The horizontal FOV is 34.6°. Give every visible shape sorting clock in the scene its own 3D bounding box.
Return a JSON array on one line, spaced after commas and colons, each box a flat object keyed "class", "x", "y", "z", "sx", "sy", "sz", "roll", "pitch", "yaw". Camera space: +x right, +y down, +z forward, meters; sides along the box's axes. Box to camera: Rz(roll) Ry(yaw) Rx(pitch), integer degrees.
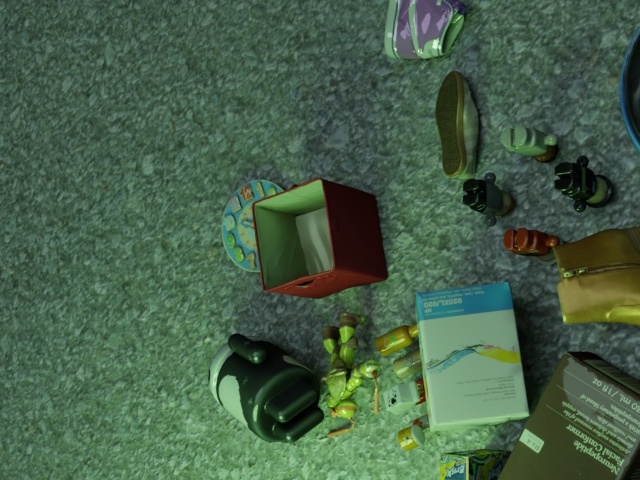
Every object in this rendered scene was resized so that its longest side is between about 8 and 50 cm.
[{"class": "shape sorting clock", "x": -0.140, "y": -0.033, "z": 2.274, "sx": 0.206, "sy": 0.040, "sz": 0.206, "roll": -7, "pitch": 79, "yaw": 36}]

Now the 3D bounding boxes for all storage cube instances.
[{"class": "storage cube", "x": 0.000, "y": 0.000, "z": 2.070, "sx": 0.183, "sy": 0.193, "sz": 0.215, "roll": -18, "pitch": 71, "yaw": 33}]

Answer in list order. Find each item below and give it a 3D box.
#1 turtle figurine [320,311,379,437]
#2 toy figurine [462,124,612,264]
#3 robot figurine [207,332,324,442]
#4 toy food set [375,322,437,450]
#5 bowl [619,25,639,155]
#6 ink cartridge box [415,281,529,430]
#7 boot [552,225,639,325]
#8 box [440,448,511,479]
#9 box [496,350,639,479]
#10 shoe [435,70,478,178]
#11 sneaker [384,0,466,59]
[{"class": "turtle figurine", "x": 0.041, "y": 0.267, "z": 2.035, "sx": 0.269, "sy": 0.087, "sz": 0.217, "roll": 119, "pitch": 152, "yaw": -54}, {"class": "toy figurine", "x": 0.385, "y": -0.084, "z": 1.836, "sx": 0.209, "sy": 0.148, "sz": 0.213, "roll": 48, "pitch": 113, "yaw": 38}, {"class": "robot figurine", "x": -0.115, "y": 0.305, "z": 2.102, "sx": 0.278, "sy": 0.173, "sz": 0.209, "roll": 28, "pitch": 104, "yaw": 48}, {"class": "toy food set", "x": 0.189, "y": 0.274, "z": 1.931, "sx": 0.104, "sy": 0.111, "sz": 0.232, "roll": -30, "pitch": 50, "yaw": 26}, {"class": "bowl", "x": 0.677, "y": -0.263, "z": 1.683, "sx": 0.391, "sy": 0.077, "sz": 0.391, "roll": -7, "pitch": 78, "yaw": 35}, {"class": "ink cartridge box", "x": 0.263, "y": 0.211, "z": 1.819, "sx": 0.168, "sy": 0.171, "sz": 0.233, "roll": -7, "pitch": 75, "yaw": 3}, {"class": "boot", "x": 0.508, "y": 0.115, "z": 1.696, "sx": 0.211, "sy": 0.104, "sz": 0.295, "roll": -18, "pitch": 59, "yaw": 10}, {"class": "box", "x": 0.275, "y": 0.400, "z": 1.816, "sx": 0.059, "sy": 0.169, "sz": 0.054, "roll": -4, "pitch": 81, "yaw": 36}, {"class": "box", "x": 0.424, "y": 0.395, "z": 1.729, "sx": 0.191, "sy": 0.143, "sz": 0.381, "roll": 31, "pitch": 103, "yaw": 35}, {"class": "shoe", "x": 0.269, "y": -0.222, "z": 1.998, "sx": 0.076, "sy": 0.058, "sz": 0.219, "roll": -19, "pitch": 66, "yaw": 54}, {"class": "sneaker", "x": 0.222, "y": -0.503, "z": 2.053, "sx": 0.161, "sy": 0.102, "sz": 0.282, "roll": 5, "pitch": 96, "yaw": 34}]
